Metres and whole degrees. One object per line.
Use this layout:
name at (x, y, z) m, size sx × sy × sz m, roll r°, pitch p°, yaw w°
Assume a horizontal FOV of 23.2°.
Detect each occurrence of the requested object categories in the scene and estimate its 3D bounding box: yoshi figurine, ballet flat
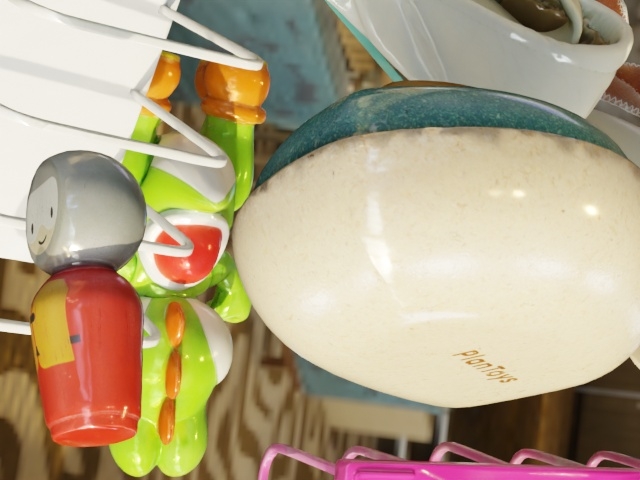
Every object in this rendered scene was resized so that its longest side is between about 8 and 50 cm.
yoshi figurine at (-0.144, 0.018, 1.361) m, size 0.203 × 0.203 × 0.362 m, roll 3°, pitch 93°, yaw -69°
ballet flat at (0.015, -0.194, 0.837) m, size 0.400 × 0.139 × 0.139 m, roll 38°, pitch 44°, yaw -21°

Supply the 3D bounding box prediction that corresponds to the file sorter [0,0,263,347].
file sorter at (-0.163, -0.093, 1.011) m, size 0.192 × 0.173 × 0.278 m, roll 11°, pitch 106°, yaw -39°

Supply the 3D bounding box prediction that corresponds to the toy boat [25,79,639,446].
toy boat at (0.000, 0.000, 0.742) m, size 0.267 × 0.318 × 0.148 m, roll 42°, pitch 39°, yaw -64°

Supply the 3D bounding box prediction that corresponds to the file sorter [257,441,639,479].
file sorter at (0.107, 0.244, 1.077) m, size 0.182 × 0.290 × 0.202 m, roll -177°, pitch -88°, yaw -68°

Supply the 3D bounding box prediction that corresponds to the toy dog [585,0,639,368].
toy dog at (0.208, -0.074, 1.008) m, size 0.220 × 0.161 × 0.334 m, roll 2°, pitch 61°, yaw -60°
